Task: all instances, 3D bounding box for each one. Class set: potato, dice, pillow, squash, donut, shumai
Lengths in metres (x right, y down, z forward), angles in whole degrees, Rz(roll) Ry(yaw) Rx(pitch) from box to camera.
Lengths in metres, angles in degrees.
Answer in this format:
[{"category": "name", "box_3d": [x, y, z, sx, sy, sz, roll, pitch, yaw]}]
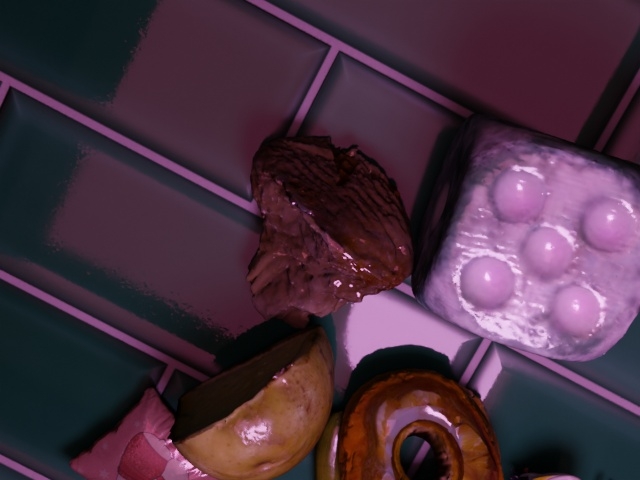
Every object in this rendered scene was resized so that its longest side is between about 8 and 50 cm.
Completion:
[{"category": "potato", "box_3d": [-0.102, 0.334, 1.659, 0.330, 0.280, 0.213, -30, 99, 18]}, {"category": "dice", "box_3d": [0.356, -0.009, 1.581, 0.348, 0.328, 0.331, 17, 101, -1]}, {"category": "pillow", "box_3d": [-0.317, 0.424, 1.805, 0.236, 0.084, 0.223, 44, 97, -7]}, {"category": "squash", "box_3d": [0.023, 0.446, 1.805, 0.069, 0.069, 0.258, 0, 99, 2]}, {"category": "donut", "box_3d": [0.177, 0.393, 1.710, 0.329, 0.160, 0.330, 0, 82, 1]}, {"category": "shumai", "box_3d": [0.000, 0.002, 1.704, 0.346, 0.217, 0.283, 37, 135, 14]}]

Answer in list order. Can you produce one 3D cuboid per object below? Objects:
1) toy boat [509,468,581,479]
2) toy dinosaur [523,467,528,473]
[{"category": "toy boat", "box_3d": [0.375, 0.511, 1.764, 0.140, 0.141, 0.270, 26, 106, -2]}, {"category": "toy dinosaur", "box_3d": [0.510, 0.495, 1.800, 0.279, 0.055, 0.101, 36, 106, 9]}]
